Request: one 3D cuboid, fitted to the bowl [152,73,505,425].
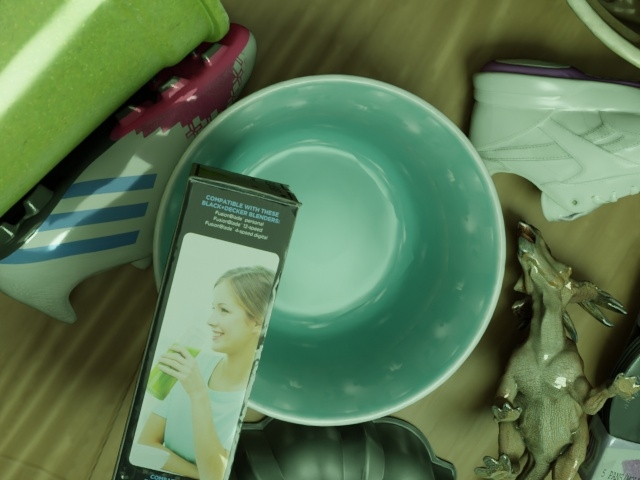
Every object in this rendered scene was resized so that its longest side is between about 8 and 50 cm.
[{"bbox_3d":[0.000,0.000,1.118,0.311,0.163,0.312,-1,99,-8],"label":"bowl"}]

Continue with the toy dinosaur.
[{"bbox_3d":[0.228,0.148,1.188,0.127,0.200,0.296,11,118,6],"label":"toy dinosaur"}]

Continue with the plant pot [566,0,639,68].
[{"bbox_3d":[0.330,-0.297,1.035,0.333,0.305,0.334,0,98,3],"label":"plant pot"}]

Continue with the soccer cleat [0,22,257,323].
[{"bbox_3d":[-0.171,-0.062,1.126,0.331,0.116,0.143,-42,123,-2],"label":"soccer cleat"}]

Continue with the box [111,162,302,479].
[{"bbox_3d":[-0.096,0.090,0.952,0.087,0.169,0.290,15,97,-6],"label":"box"}]

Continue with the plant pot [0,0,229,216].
[{"bbox_3d":[-0.260,-0.166,0.984,0.276,0.276,0.254,39,82,-11],"label":"plant pot"}]

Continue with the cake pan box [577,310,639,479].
[{"bbox_3d":[0.417,0.169,1.223,0.266,0.070,0.246,17,106,-9],"label":"cake pan box"}]

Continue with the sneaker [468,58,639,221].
[{"bbox_3d":[0.290,-0.084,1.157,0.305,0.114,0.152,12,104,16],"label":"sneaker"}]

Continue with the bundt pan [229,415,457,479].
[{"bbox_3d":[0.009,0.332,1.185,0.330,0.124,0.331,-1,98,-8],"label":"bundt pan"}]
